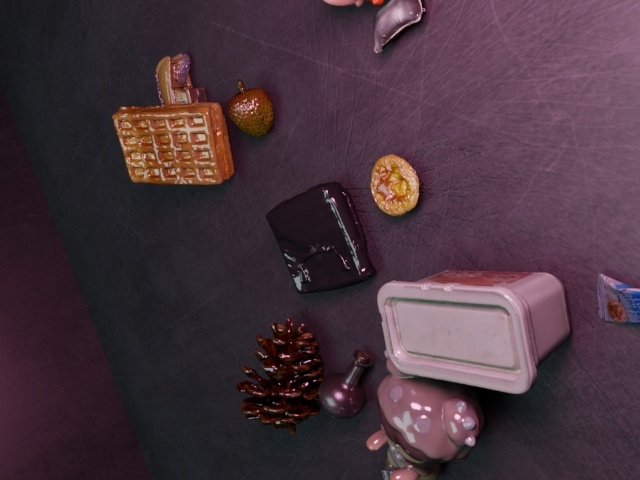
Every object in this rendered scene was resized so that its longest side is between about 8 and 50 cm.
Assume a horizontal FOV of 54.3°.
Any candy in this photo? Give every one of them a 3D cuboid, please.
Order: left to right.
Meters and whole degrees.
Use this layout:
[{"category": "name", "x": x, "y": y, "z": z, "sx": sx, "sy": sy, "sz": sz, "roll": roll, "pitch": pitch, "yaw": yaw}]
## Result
[{"category": "candy", "x": 0.484, "y": 0.097, "z": 0.956, "sx": 0.136, "sy": 0.038, "sz": 0.088, "roll": 15, "pitch": 131, "yaw": 55}]

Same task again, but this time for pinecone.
[{"category": "pinecone", "x": -0.099, "y": 0.357, "z": 1.627, "sx": 0.244, "sy": 0.244, "sz": 0.309, "roll": 1, "pitch": 90, "yaw": 51}]

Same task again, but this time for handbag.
[{"category": "handbag", "x": 0.000, "y": 0.000, "z": 1.469, "sx": 0.275, "sy": 0.088, "sz": 0.244, "roll": -20, "pitch": 92, "yaw": 49}]

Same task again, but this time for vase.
[{"category": "vase", "x": 0.069, "y": 0.347, "z": 1.521, "sx": 0.120, "sy": 0.120, "sz": 0.183, "roll": 42, "pitch": 121, "yaw": 32}]

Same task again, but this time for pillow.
[{"category": "pillow", "x": 0.140, "y": -0.412, "z": 1.138, "sx": 0.135, "sy": 0.055, "sz": 0.091, "roll": -22, "pitch": 86, "yaw": 51}]

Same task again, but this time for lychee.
[{"category": "lychee", "x": -0.170, "y": -0.320, "z": 1.518, "sx": 0.114, "sy": 0.114, "sz": 0.146, "roll": 11, "pitch": 131, "yaw": 48}]

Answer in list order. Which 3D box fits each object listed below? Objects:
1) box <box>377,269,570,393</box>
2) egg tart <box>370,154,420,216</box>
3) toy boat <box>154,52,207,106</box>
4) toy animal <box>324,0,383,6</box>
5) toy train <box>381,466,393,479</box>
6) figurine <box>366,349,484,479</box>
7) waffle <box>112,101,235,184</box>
[{"category": "box", "x": 0.275, "y": 0.138, "z": 1.108, "sx": 0.312, "sy": 0.182, "sz": 0.175, "roll": -2, "pitch": 103, "yaw": 51}, {"category": "egg tart", "x": 0.155, "y": -0.109, "z": 1.255, "sx": 0.130, "sy": 0.052, "sz": 0.130, "roll": 22, "pitch": 120, "yaw": 43}, {"category": "toy boat", "x": -0.372, "y": -0.365, "z": 1.767, "sx": 0.121, "sy": 0.089, "sz": 0.321, "roll": -4, "pitch": 104, "yaw": 34}, {"category": "toy animal", "x": 0.075, "y": -0.490, "z": 1.088, "sx": 0.197, "sy": 0.171, "sz": 0.171, "roll": 17, "pitch": 119, "yaw": 61}, {"category": "toy train", "x": 0.210, "y": 0.668, "z": 1.529, "sx": 0.048, "sy": 0.055, "sz": 0.252, "roll": -9, "pitch": 99, "yaw": 43}, {"category": "figurine", "x": 0.215, "y": 0.392, "z": 1.302, "sx": 0.248, "sy": 0.203, "sz": 0.380, "roll": 48, "pitch": 149, "yaw": 36}, {"category": "waffle", "x": -0.406, "y": -0.264, "z": 1.717, "sx": 0.327, "sy": 0.098, "sz": 0.224, "roll": 2, "pitch": 113, "yaw": 22}]
